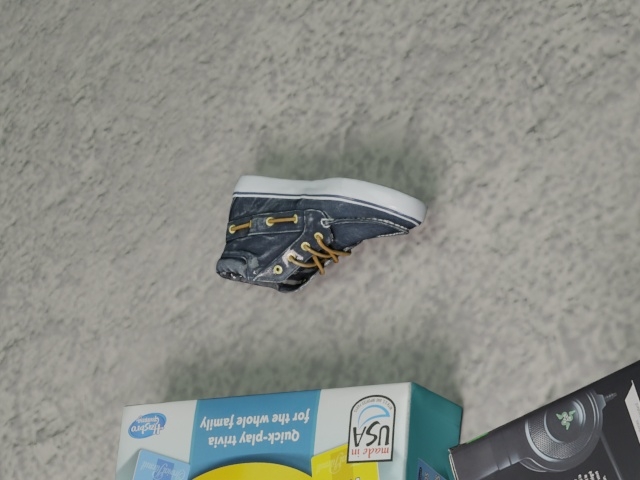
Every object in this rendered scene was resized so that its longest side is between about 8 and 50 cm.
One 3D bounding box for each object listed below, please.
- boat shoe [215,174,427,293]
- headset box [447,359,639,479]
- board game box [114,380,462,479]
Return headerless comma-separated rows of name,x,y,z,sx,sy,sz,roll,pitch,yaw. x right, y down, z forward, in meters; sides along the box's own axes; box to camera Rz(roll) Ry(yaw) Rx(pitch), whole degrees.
boat shoe,0.000,0.000,1.310,0.183,0.065,0.083,4,75,43
headset box,0.243,0.151,0.957,0.283,0.246,0.131,-30,57,23
board game box,-0.038,0.277,1.207,0.254,0.079,0.336,-8,66,32
